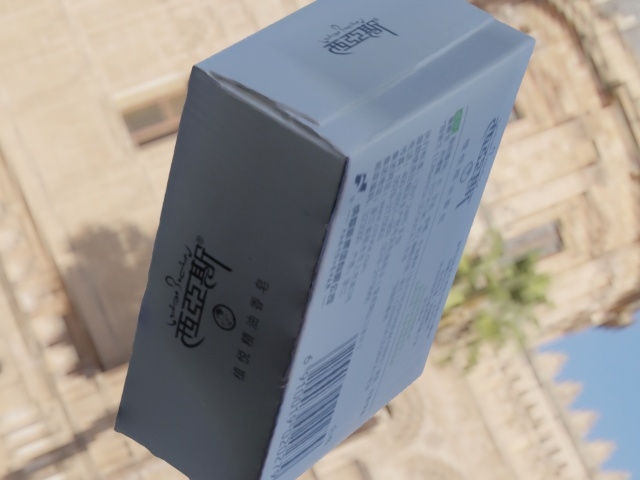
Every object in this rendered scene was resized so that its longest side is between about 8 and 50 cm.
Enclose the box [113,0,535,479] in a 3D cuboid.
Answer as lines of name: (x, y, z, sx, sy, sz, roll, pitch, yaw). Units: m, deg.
box: (0.000, 0.000, 1.005, 0.111, 0.194, 0.260, 30, -53, 22)
